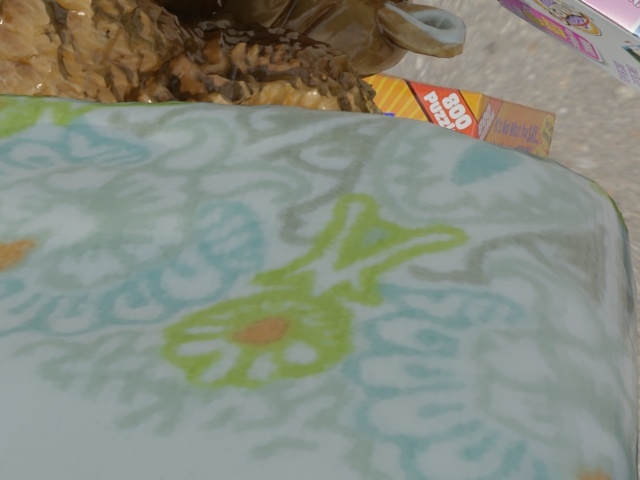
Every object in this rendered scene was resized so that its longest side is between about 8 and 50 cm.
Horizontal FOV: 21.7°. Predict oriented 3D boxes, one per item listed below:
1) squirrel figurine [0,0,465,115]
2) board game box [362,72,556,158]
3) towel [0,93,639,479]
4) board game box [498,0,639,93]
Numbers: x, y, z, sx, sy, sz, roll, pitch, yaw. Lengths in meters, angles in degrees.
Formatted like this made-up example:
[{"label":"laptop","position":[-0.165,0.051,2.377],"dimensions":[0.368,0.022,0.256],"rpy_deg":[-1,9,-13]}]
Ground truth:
[{"label":"squirrel figurine","position":[-0.081,-0.150,1.022],"dimensions":[0.281,0.370,0.397],"rpy_deg":[-16,61,29]},{"label":"board game box","position":[0.000,0.000,1.693],"dimensions":[0.356,0.356,0.356],"rpy_deg":[14,96,18]},{"label":"towel","position":[-0.122,0.057,0.354],"dimensions":[0.374,0.320,0.090],"rpy_deg":[4,121,8]},{"label":"board game box","position":[0.256,-0.111,1.056],"dimensions":[0.316,0.242,0.064],"rpy_deg":[34,94,6]}]
